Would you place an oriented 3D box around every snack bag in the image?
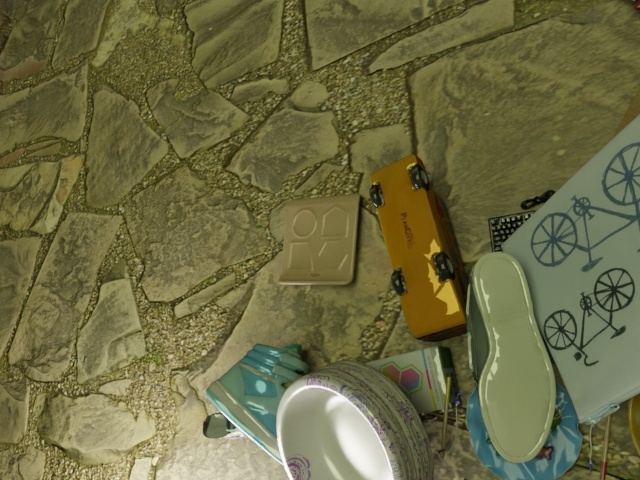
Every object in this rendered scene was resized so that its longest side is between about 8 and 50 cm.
[{"bbox_3d":[0.423,0.042,0.789,0.323,0.037,0.343,-55,35,42],"label":"snack bag"}]

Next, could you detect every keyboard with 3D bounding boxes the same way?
[{"bbox_3d":[0.391,-0.035,0.993,0.180,0.023,0.108,-11,72,31],"label":"keyboard"}]

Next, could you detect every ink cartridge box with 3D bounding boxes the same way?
[{"bbox_3d":[0.149,0.274,1.048,0.209,0.062,0.109,-20,69,29],"label":"ink cartridge box"}]

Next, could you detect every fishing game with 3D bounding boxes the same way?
[{"bbox_3d":[0.329,0.298,0.904,0.263,0.041,0.189,9,81,21],"label":"fishing game"}]

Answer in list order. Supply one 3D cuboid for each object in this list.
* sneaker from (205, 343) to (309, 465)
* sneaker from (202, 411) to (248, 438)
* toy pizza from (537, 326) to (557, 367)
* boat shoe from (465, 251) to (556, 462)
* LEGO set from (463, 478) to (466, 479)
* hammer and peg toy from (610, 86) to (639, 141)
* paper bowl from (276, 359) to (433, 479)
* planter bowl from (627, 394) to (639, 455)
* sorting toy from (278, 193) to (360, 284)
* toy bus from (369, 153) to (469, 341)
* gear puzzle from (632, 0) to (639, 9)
[{"bbox_3d":[-0.056,0.335,1.137,0.319,0.127,0.208,38,71,11],"label":"sneaker"},{"bbox_3d":[-0.162,0.401,1.224,0.178,0.077,0.072,-3,69,12],"label":"sneaker"},{"bbox_3d":[0.385,0.114,0.951,0.201,0.032,0.202,-9,74,32],"label":"toy pizza"},{"bbox_3d":[0.295,0.183,0.897,0.116,0.099,0.320,-4,76,1],"label":"boat shoe"},{"bbox_3d":[0.274,0.441,0.948,0.054,0.023,0.083,-28,76,27],"label":"LEGO set"},{"bbox_3d":[0.639,-0.158,0.797,0.361,0.127,0.266,28,94,32],"label":"hammer and peg toy"},{"bbox_3d":[0.067,0.349,0.962,0.284,0.148,0.285,11,106,41],"label":"paper bowl"},{"bbox_3d":[0.535,0.243,0.727,0.217,0.090,0.217,-26,52,40],"label":"planter bowl"},{"bbox_3d":[0.000,0.000,1.242,0.192,0.038,0.209,-2,72,33],"label":"sorting toy"},{"bbox_3d":[0.193,0.013,1.046,0.108,0.130,0.333,-24,65,28],"label":"toy bus"},{"bbox_3d":[0.637,-0.423,0.925,0.175,0.044,0.339,-45,60,14],"label":"gear puzzle"}]
